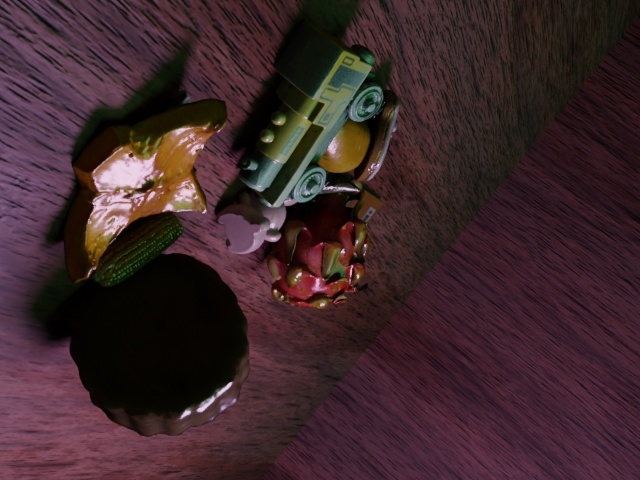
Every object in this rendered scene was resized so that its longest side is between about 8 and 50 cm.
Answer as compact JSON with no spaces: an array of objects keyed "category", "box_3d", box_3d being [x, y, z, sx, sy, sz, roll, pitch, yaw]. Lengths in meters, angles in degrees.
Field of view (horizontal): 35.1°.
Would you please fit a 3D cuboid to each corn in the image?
[{"category":"corn","box_3d":[-0.326,0.015,1.793,0.207,0.068,0.068,-38,158,-37]}]

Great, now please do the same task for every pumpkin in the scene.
[{"category":"pumpkin","box_3d":[-0.289,-0.091,1.620,0.290,0.095,0.258,-28,150,-31]}]

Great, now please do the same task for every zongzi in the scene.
[{"category":"zongzi","box_3d":[0.012,-0.115,2.260,0.109,0.119,0.055,-44,165,-18]}]

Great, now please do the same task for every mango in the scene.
[{"category":"mango","box_3d":[0.041,-0.220,2.171,0.137,0.098,0.195,-43,154,-11]}]

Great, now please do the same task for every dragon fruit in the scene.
[{"category":"dragon fruit","box_3d":[0.006,0.015,2.347,0.307,0.227,0.243,-41,126,-25]}]

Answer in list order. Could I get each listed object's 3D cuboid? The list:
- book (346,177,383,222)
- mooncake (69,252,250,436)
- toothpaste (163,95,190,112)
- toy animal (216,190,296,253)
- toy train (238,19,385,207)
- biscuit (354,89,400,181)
[{"category":"book","box_3d":[0.038,-0.027,2.637,0.262,0.028,0.374,-52,162,5]},{"category":"mooncake","box_3d":[-0.288,0.194,1.844,0.324,0.324,0.187,-44,164,-21]},{"category":"toothpaste","box_3d":[-0.242,-0.152,1.725,0.060,0.038,0.233,-43,158,-33]},{"category":"toy animal","box_3d":[-0.116,-0.057,2.094,0.212,0.124,0.124,-40,160,-47]},{"category":"toy train","box_3d":[-0.037,-0.219,1.921,0.369,0.150,0.237,-56,153,15]},{"category":"biscuit","box_3d":[0.128,-0.229,2.270,0.181,0.049,0.208,149,-45,-77]}]
